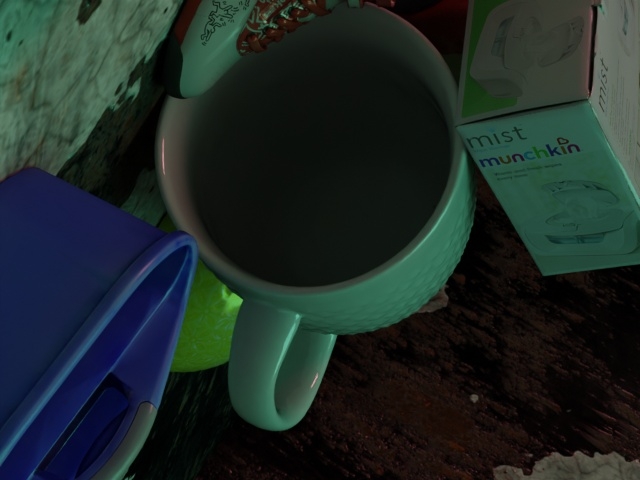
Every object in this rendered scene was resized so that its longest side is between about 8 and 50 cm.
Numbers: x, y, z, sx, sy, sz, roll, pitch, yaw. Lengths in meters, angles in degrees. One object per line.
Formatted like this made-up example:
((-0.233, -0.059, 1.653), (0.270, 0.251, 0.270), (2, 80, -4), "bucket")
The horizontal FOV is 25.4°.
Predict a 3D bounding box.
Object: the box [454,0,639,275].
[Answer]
((0.229, -0.142, 1.281), (0.231, 0.126, 0.262), (51, 39, -44), "box")

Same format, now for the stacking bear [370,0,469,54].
((0.074, -0.325, 1.312), (0.289, 0.175, 0.164), (90, 0, -58), "stacking bear")

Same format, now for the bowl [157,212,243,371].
((-0.096, 0.045, 1.609), (0.289, 0.156, 0.289), (-57, 173, -12), "bowl")

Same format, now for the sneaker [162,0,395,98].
((-0.014, -0.211, 1.189), (0.270, 0.145, 0.090), (-59, 173, 2), "sneaker")

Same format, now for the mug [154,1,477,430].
((0.000, 0.000, 1.358), (0.328, 0.276, 0.374), (57, 50, -73), "mug")

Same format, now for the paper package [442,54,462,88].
((0.198, -0.308, 1.546), (0.168, 0.309, 0.325), (-32, 155, -37), "paper package")

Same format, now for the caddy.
((-0.213, 0.116, 1.033), (0.341, 0.179, 0.241), (-55, 172, -29), "caddy")
